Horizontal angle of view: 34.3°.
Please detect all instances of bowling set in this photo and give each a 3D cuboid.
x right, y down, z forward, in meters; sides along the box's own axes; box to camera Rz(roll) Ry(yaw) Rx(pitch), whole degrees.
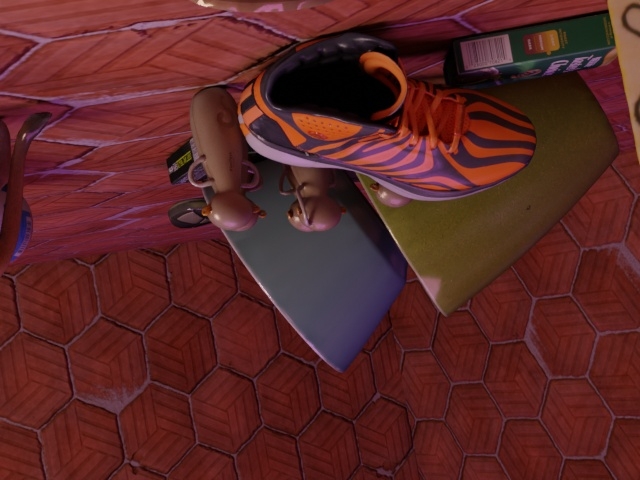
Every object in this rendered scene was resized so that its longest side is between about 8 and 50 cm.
[{"bbox_3d":[-0.044,-0.062,1.184,0.286,0.154,0.200,-1,162,-29],"label":"bowling set"}]

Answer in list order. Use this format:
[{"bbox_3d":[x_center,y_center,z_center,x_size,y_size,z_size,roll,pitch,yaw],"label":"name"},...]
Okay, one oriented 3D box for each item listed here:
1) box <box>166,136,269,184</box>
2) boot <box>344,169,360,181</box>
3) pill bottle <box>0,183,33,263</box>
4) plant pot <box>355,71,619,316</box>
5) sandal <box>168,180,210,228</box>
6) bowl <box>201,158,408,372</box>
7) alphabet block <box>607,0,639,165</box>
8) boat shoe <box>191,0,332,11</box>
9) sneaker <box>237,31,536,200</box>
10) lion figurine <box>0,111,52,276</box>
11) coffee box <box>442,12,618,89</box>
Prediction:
[{"bbox_3d":[-0.102,-0.123,1.435,0.184,0.045,0.190,-12,177,-23],"label":"box"},{"bbox_3d":[0.061,-0.143,1.501,0.219,0.082,0.106,-17,158,42],"label":"boot"},{"bbox_3d":[-0.447,-0.026,1.293,0.124,0.124,0.221,-10,176,-1],"label":"pill bottle"},{"bbox_3d":[0.217,-0.094,1.323,0.293,0.275,0.275,-31,174,7],"label":"plant pot"},{"bbox_3d":[-0.137,-0.091,1.649,0.120,0.086,0.302,-20,-173,39],"label":"sandal"},{"bbox_3d":[0.000,0.000,1.362,0.163,0.312,0.311,-38,175,4],"label":"bowl"},{"bbox_3d":[0.400,-0.164,0.953,0.197,0.193,0.193,-11,175,34],"label":"alphabet block"},{"bbox_3d":[0.021,-0.179,0.572,0.206,0.073,0.073,-13,140,-13],"label":"boat shoe"},{"bbox_3d":[0.086,-0.116,1.016,0.320,0.125,0.180,3,173,-14],"label":"sneaker"},{"bbox_3d":[-0.429,0.014,0.959,0.391,0.240,0.142,-11,177,-10],"label":"lion figurine"},{"bbox_3d":[0.228,-0.199,1.105,0.184,0.041,0.113,-10,177,0],"label":"coffee box"}]
